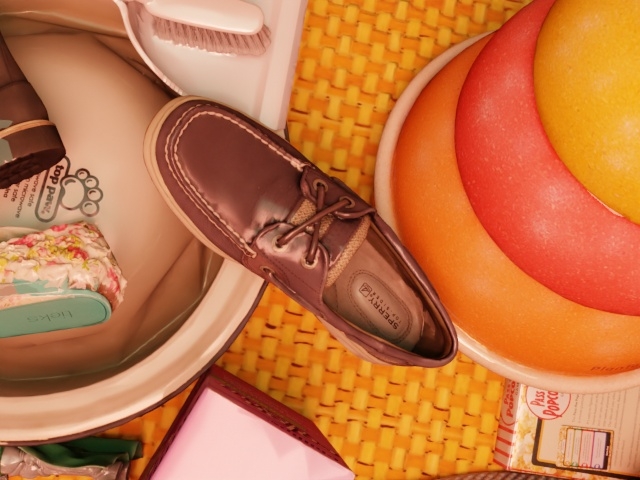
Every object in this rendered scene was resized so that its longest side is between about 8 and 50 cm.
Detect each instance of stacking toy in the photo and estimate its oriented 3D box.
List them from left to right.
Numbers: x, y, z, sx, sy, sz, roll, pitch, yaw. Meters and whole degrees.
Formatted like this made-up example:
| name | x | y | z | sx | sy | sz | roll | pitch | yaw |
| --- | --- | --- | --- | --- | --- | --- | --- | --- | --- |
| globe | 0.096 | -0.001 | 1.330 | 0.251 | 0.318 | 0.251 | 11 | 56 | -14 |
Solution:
| name | x | y | z | sx | sy | sz | roll | pitch | yaw |
| --- | --- | --- | --- | --- | --- | --- | --- | --- | --- |
| stacking toy | 0.248 | -0.095 | 0.586 | 0.350 | 0.480 | 0.351 | 2 | 73 | -8 |

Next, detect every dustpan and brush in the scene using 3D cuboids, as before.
| name | x | y | z | sx | sy | sz | roll | pitch | yaw |
| --- | --- | --- | --- | --- | --- | --- | --- | --- | --- |
| dustpan and brush | -0.115 | -0.171 | 0.619 | 0.211 | 0.060 | 0.147 | 11 | 84 | -7 |

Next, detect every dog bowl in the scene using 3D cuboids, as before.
| name | x | y | z | sx | sy | sz | roll | pitch | yaw |
| --- | --- | --- | --- | --- | --- | --- | --- | --- | --- |
| dog bowl | -0.232 | -0.048 | 0.700 | 0.407 | 0.150 | 0.408 | 1 | 85 | -8 |

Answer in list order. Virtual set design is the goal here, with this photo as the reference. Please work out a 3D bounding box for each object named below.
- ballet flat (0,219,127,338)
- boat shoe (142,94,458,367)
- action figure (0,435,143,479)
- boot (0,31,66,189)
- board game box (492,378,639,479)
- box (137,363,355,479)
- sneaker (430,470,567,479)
| name | x | y | z | sx | sy | sz | roll | pitch | yaw |
| --- | --- | --- | --- | --- | --- | --- | --- | --- | --- |
| ballet flat | -0.256 | 0.031 | 0.586 | 0.240 | 0.091 | 0.077 | -5 | 56 | -12 |
| boat shoe | 0.000 | 0.000 | 0.614 | 0.285 | 0.092 | 0.103 | 45 | 70 | -26 |
| action figure | -0.275 | 0.172 | 0.701 | 0.232 | 0.137 | 0.064 | 11 | 75 | 3 |
| boot | -0.297 | -0.085 | 0.589 | 0.197 | 0.077 | 0.137 | -22 | 85 | -22 |
| board game box | 0.271 | 0.154 | 0.804 | 0.193 | 0.045 | 0.147 | 11 | 85 | -7 |
| box | -0.092 | 0.221 | 0.652 | 0.117 | 0.243 | 0.214 | 31 | 83 | -5 |
| sneaker | 0.130 | 0.299 | 0.758 | 0.281 | 0.102 | 0.161 | -4 | 94 | -1 |
